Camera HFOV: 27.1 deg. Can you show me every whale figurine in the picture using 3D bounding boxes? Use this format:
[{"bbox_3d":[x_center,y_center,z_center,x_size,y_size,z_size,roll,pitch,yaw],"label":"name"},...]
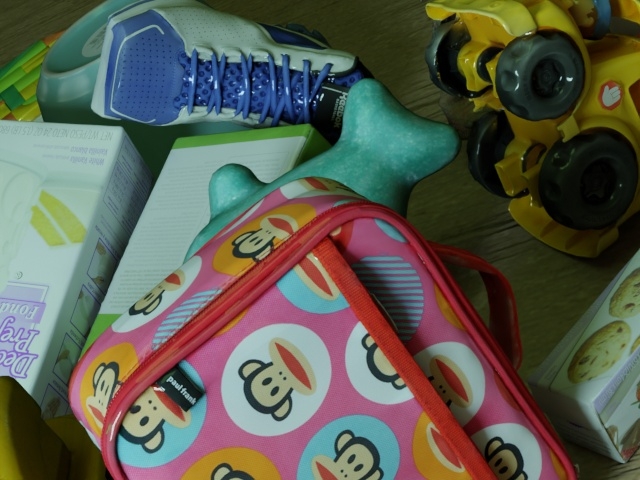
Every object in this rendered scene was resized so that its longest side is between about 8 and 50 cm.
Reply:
[{"bbox_3d":[0.000,0.000,1.048,0.272,0.216,0.141,-55,-10,1],"label":"whale figurine"}]

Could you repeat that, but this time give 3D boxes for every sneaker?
[{"bbox_3d":[-0.056,-0.164,1.341,0.315,0.127,0.182,-3,21,-41],"label":"sneaker"}]

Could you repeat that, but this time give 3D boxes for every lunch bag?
[{"bbox_3d":[0.023,0.113,0.807,0.258,0.293,0.120,-41,26,-11],"label":"lunch bag"}]

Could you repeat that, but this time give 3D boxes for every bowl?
[{"bbox_3d":[-0.220,-0.192,1.603,0.311,0.163,0.311,-25,32,17],"label":"bowl"}]

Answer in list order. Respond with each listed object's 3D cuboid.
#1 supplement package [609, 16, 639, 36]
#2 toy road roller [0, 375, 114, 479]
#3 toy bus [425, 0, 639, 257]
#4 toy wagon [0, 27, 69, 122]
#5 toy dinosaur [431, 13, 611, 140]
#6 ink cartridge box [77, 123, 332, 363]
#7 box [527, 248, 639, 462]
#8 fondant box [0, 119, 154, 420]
[{"bbox_3d":[0.323,-0.252,1.183,0.134,0.139,0.244,-18,33,23],"label":"supplement package"},{"bbox_3d":[-0.211,0.248,0.888,0.202,0.240,0.329,-26,31,14],"label":"toy road roller"},{"bbox_3d":[0.216,-0.130,1.047,0.211,0.220,0.149,-33,25,-10],"label":"toy bus"},{"bbox_3d":[-0.414,-0.218,1.918,0.267,0.068,0.344,-38,31,-6],"label":"toy wagon"},{"bbox_3d":[0.159,-0.169,1.246,0.200,0.127,0.296,-8,43,37],"label":"toy dinosaur"},{"bbox_3d":[-0.094,0.025,1.242,0.189,0.097,0.255,-2,57,42],"label":"ink cartridge box"},{"bbox_3d":[0.273,0.013,0.930,0.324,0.063,0.067,-45,33,-18],"label":"box"},{"bbox_3d":[-0.326,0.041,1.285,0.238,0.096,0.330,4,62,18],"label":"fondant box"}]
